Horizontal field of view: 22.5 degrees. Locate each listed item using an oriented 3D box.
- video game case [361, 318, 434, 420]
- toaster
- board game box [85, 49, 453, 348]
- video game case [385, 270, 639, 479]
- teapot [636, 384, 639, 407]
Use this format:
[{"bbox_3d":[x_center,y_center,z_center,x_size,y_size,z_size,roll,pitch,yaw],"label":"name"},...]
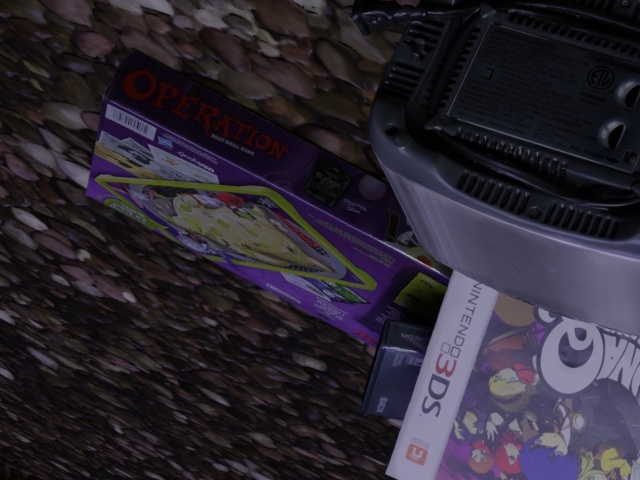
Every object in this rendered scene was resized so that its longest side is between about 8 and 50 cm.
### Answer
[{"bbox_3d":[0.171,0.117,1.144,0.274,0.026,0.196,12,161,1],"label":"video game case"},{"bbox_3d":[0.120,-0.039,0.783,0.227,0.129,0.146,18,160,19],"label":"toaster"},{"bbox_3d":[0.000,0.000,1.143,0.347,0.056,0.208,28,156,-3],"label":"board game box"},{"bbox_3d":[0.176,0.100,0.995,0.232,0.042,0.210,23,117,12],"label":"video game case"},{"bbox_3d":[0.279,0.070,0.646,0.256,0.252,0.187,41,-155,16],"label":"teapot"}]
